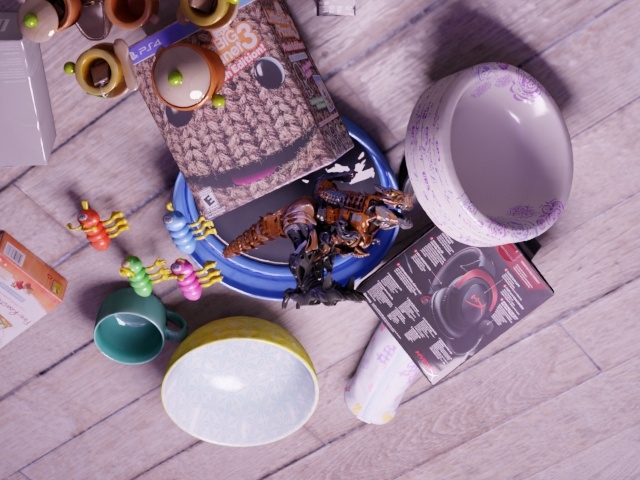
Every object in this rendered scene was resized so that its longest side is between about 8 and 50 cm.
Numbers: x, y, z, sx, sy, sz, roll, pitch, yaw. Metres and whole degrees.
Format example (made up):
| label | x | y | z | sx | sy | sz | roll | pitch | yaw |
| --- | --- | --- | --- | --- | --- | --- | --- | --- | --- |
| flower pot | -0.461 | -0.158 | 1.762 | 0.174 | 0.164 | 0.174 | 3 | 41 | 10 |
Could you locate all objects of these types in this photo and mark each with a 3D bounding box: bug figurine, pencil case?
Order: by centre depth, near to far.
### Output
| label | x | y | z | sx | sy | sz | roll | pitch | yaw |
| --- | --- | --- | --- | --- | --- | --- | --- | --- | --- |
| bug figurine | -0.295 | 0.018 | 2.021 | 0.279 | 0.072 | 0.216 | 1 | 134 | 32 |
| pencil case | 0.141 | 0.224 | 2.212 | 0.114 | 0.124 | 0.273 | 17 | 126 | -13 |

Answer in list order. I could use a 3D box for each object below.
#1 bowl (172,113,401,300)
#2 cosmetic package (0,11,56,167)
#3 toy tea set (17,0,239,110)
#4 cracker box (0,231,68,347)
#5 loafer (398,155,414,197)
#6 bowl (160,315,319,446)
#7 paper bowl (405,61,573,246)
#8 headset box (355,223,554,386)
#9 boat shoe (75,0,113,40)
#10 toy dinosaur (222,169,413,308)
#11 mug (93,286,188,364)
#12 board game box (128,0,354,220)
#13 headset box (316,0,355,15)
| label | x | y | z | sx | sy | sz | roll | pitch | yaw |
| --- | --- | --- | --- | --- | --- | --- | --- | --- | --- |
| bowl | -0.059 | -0.067 | 2.023 | 0.391 | 0.077 | 0.391 | 0 | 127 | 0 |
| cosmetic package | -0.508 | -0.239 | 1.881 | 0.127 | 0.107 | 0.238 | 0 | 130 | 0 |
| toy tea set | -0.280 | -0.288 | 1.680 | 0.336 | 0.124 | 0.200 | 2 | 102 | 14 |
| cracker box | -0.604 | 0.107 | 2.162 | 0.232 | 0.067 | 0.156 | -35 | 119 | 24 |
| loafer | 0.178 | -0.135 | 1.981 | 0.061 | 0.062 | 0.170 | 11 | 128 | -14 |
| bowl | -0.150 | 0.234 | 2.196 | 0.290 | 0.156 | 0.289 | -2 | 130 | -2 |
| paper bowl | 0.254 | -0.131 | 1.865 | 0.284 | 0.284 | 0.148 | 38 | 154 | -24 |
| headset box | 0.243 | 0.073 | 2.021 | 0.293 | 0.110 | 0.218 | -39 | 89 | 9 |
| boat shoe | -0.369 | -0.390 | 1.784 | 0.073 | 0.073 | 0.207 | -9 | 128 | 6 |
| toy dinosaur | 0.000 | 0.000 | 1.942 | 0.322 | 0.218 | 0.164 | -12 | 173 | 41 |
| mug | -0.338 | 0.157 | 2.179 | 0.158 | 0.097 | 0.129 | 30 | 121 | -21 |
| board game box | -0.124 | -0.215 | 1.801 | 0.232 | 0.141 | 0.291 | -25 | 96 | 18 |
| headset box | 0.024 | -0.389 | 1.806 | 0.062 | 0.032 | 0.083 | -1 | 126 | 0 |
